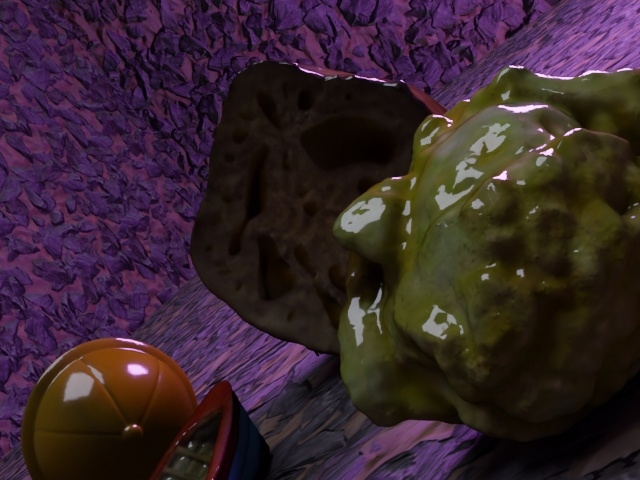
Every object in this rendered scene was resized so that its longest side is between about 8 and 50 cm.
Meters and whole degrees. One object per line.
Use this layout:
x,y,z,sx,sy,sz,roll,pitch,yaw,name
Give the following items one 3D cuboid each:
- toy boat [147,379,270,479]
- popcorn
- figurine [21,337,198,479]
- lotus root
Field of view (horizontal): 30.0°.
-0.115,0.228,0.970,0.136,0.079,0.392,-38,7,22,toy boat
0.123,0.006,0.739,0.255,0.195,0.256,-42,24,16,popcorn
-0.224,0.218,1.304,0.192,0.167,0.256,-55,-10,-23,figurine
0.048,-0.025,1.254,0.316,0.316,0.250,-36,-12,20,lotus root
